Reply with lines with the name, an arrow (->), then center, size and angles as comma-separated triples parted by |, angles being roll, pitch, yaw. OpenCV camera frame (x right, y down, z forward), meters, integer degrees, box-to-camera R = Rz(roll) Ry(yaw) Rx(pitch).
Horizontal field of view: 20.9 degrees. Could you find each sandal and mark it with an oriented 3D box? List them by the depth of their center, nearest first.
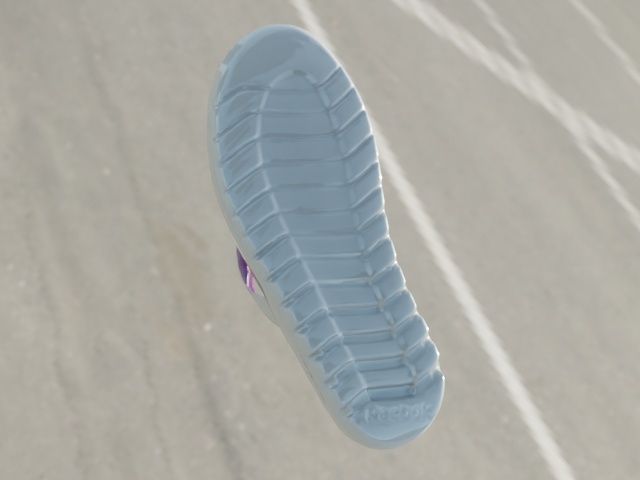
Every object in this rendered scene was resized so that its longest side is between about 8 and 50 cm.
sandal -> -0.014, 0.004, 1.647 | 0.102, 0.169, 0.416 | -15, -87, 65
